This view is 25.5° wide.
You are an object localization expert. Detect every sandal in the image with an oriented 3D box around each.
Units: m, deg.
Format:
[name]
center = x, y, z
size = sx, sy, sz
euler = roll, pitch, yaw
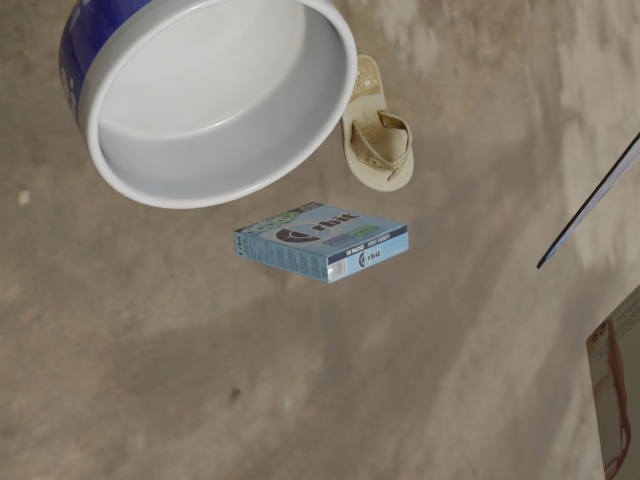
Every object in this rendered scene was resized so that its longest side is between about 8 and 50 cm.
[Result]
[sandal]
center = 0.074, -0.127, 1.776
size = 0.079, 0.088, 0.240
euler = 57, -8, 47

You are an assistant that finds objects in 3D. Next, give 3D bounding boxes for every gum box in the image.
[gum box]
center = 0.000, 0.000, 1.929
size = 0.157, 0.184, 0.041
euler = -22, 117, -41

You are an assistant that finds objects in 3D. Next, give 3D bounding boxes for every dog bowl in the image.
[dog bowl]
center = -0.105, -0.158, 1.319
size = 0.104, 0.265, 0.265
euler = 61, 2, 35

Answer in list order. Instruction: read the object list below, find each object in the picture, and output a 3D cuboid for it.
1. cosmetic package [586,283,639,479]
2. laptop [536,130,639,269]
[cosmetic package]
center = 0.427, 0.210, 1.707
size = 0.153, 0.129, 0.296
euler = 27, 35, -15
[laptop]
center = 0.452, -0.118, 1.291
size = 0.382, 0.408, 0.236
euler = -44, 135, -31
